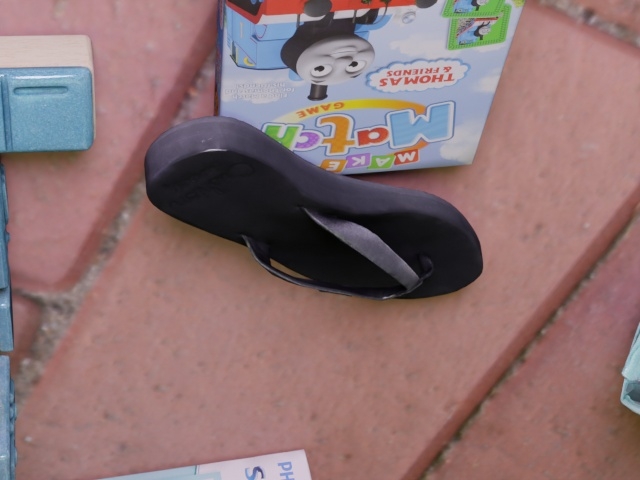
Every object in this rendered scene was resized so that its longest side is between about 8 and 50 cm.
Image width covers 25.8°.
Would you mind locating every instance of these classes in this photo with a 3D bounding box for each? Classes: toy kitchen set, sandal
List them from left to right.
[{"bbox_3d":[-0.181,0.017,0.776,0.122,0.166,0.207,-3,130,-10],"label":"toy kitchen set"},{"bbox_3d":[-0.001,0.000,0.844,0.254,0.054,0.097,19,140,-40],"label":"sandal"}]

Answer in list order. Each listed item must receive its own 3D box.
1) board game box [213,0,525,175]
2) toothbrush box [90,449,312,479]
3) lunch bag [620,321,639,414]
[{"bbox_3d":[0.023,-0.107,0.762,0.160,0.039,0.211,-5,151,-9],"label":"board game box"},{"bbox_3d":[-0.134,0.283,0.974,0.296,0.216,0.126,-6,130,-7],"label":"toothbrush box"},{"bbox_3d":[0.355,0.062,0.942,0.223,0.160,0.262,30,112,-32],"label":"lunch bag"}]
